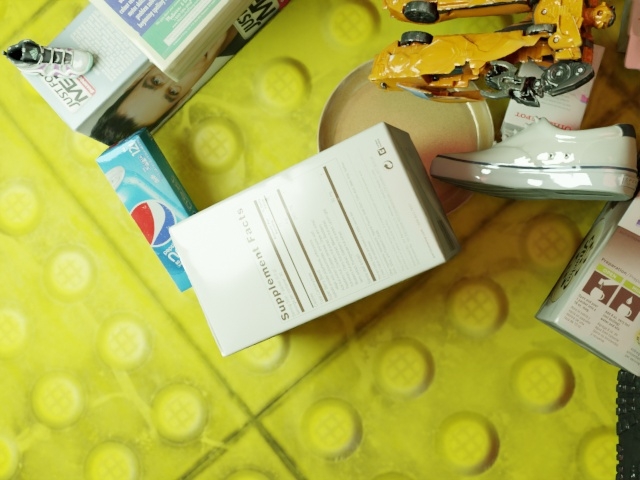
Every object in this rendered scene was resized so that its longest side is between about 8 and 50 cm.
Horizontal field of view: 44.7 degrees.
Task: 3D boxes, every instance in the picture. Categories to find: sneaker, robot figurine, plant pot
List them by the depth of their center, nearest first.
[{"bbox_3d":[-0.325,-0.215,0.917,0.098,0.069,0.038,-2,85,10],"label":"sneaker"},{"bbox_3d":[0.255,-0.100,0.941,0.258,0.094,0.091,7,83,36],"label":"sneaker"},{"bbox_3d":[0.208,-0.259,0.950,0.291,0.085,0.211,5,82,29],"label":"robot figurine"},{"bbox_3d":[0.444,0.243,0.966,0.124,0.107,0.283,5,91,-6],"label":"sneaker"},{"bbox_3d":[0.114,-0.136,1.057,0.237,0.032,0.236,0,87,7],"label":"plant pot"}]

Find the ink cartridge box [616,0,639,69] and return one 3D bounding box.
[{"bbox_3d":[0.453,-0.300,1.001,0.115,0.067,0.198,11,86,9],"label":"ink cartridge box"}]

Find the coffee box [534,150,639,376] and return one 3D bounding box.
[{"bbox_3d":[0.397,0.002,0.939,0.119,0.168,0.297,33,92,8],"label":"coffee box"}]

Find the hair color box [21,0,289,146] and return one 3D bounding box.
[{"bbox_3d":[-0.188,-0.291,1.032,0.374,0.185,0.113,-43,81,4],"label":"hair color box"}]

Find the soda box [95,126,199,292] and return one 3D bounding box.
[{"bbox_3d":[-0.209,-0.041,1.038,0.067,0.071,0.210,-29,107,5],"label":"soda box"}]

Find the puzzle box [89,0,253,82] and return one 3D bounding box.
[{"bbox_3d":[-0.130,-0.423,0.912,0.272,0.052,0.409,45,93,10],"label":"puzzle box"}]

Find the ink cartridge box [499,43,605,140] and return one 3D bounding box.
[{"bbox_3d":[0.292,-0.181,1.004,0.092,0.090,0.143,19,89,9],"label":"ink cartridge box"}]

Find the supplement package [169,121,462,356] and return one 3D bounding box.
[{"bbox_3d":[0.000,0.000,0.968,0.293,0.177,0.175,-25,87,16],"label":"supplement package"}]
